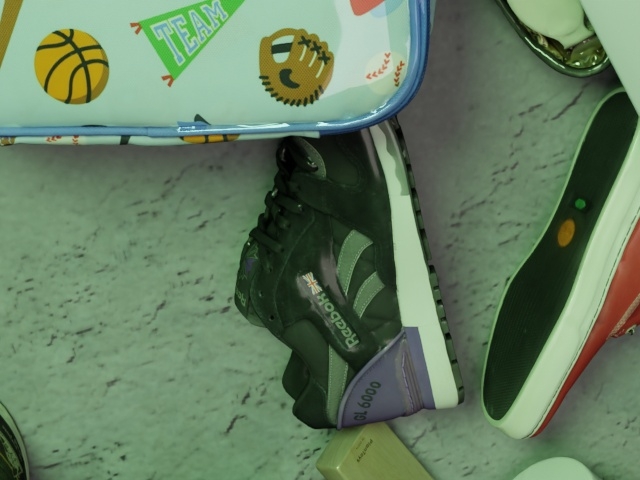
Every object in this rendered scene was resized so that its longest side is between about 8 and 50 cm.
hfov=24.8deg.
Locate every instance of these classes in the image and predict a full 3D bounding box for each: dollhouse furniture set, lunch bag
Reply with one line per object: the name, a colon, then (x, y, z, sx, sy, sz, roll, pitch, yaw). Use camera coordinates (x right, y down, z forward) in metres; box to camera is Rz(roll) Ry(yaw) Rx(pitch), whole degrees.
dollhouse furniture set: (-0.017, 0.200, 1.006, 0.144, 0.123, 0.151, 51, 60, -26)
lunch bag: (-0.092, -0.174, 0.736, 0.303, 0.115, 0.243, 0, 112, 6)

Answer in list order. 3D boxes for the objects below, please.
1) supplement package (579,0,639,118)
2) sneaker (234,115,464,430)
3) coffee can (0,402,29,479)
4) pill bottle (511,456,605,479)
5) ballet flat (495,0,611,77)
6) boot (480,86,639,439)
supplement package: (0.243, -0.175, 0.762, 0.204, 0.145, 0.262, -14, 135, 27)
sneaker: (0.000, 0.000, 0.883, 0.124, 0.107, 0.283, -16, 116, 0)
coffee can: (-0.258, 0.210, 0.812, 0.201, 0.275, 0.202, -5, 114, -12)
pill bottle: (0.216, 0.249, 1.034, 0.119, 0.119, 0.208, -46, 115, 8)
ballet flat: (0.099, -0.204, 0.811, 0.095, 0.096, 0.280, -28, 118, 25)
boot: (0.222, 0.039, 0.964, 0.176, 0.088, 0.244, 20, 103, -22)
